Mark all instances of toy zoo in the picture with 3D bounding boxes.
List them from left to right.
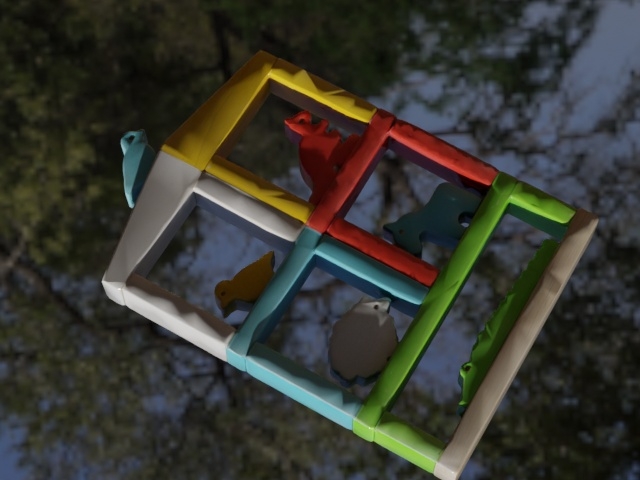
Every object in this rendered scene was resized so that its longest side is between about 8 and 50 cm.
[{"bbox_3d":[0.000,0.000,0.949,0.293,0.192,0.030,28,160,13],"label":"toy zoo"}]
